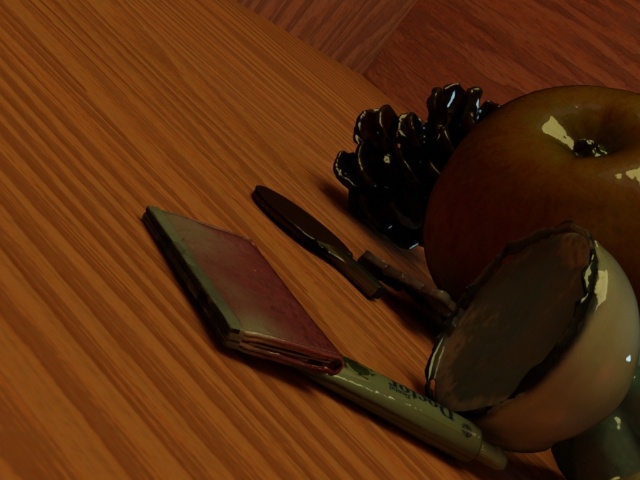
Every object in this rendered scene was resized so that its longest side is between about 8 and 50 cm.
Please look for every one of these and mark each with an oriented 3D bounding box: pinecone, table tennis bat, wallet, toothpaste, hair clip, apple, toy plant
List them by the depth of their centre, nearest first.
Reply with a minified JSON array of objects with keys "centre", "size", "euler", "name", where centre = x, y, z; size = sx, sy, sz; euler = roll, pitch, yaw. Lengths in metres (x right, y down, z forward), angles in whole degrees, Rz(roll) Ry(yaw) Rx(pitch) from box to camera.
[{"centre":[-0.070,0.040,1.177],"size":[0.119,0.025,0.232],"euler":[18,18,-32],"name":"wallet"},{"centre":[0.064,0.145,1.190],"size":[0.255,0.037,0.067],"euler":[30,16,-20],"name":"toothpaste"},{"centre":[0.294,0.168,1.327],"size":[0.332,0.247,0.247],"euler":[39,10,-17],"name":"toy plant"},{"centre":[0.000,0.000,1.627],"size":[0.220,0.019,0.130],"euler":[42,11,31],"name":"table tennis bat"},{"centre":[0.138,0.083,1.628],"size":[0.146,0.056,0.187],"euler":[37,6,-38],"name":"hair clip"},{"centre":[0.341,-0.022,1.717],"size":[0.401,0.333,0.400],"euler":[9,47,-10],"name":"apple"},{"centre":[0.155,-0.115,1.986],"size":[0.244,0.309,0.244],"euler":[20,50,-25],"name":"pinecone"}]

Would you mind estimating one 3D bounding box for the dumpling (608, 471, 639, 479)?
[{"centre":[0.286,0.272,1.107],"size":[0.132,0.162,0.250],"euler":[-1,5,-7],"name":"dumpling"}]
